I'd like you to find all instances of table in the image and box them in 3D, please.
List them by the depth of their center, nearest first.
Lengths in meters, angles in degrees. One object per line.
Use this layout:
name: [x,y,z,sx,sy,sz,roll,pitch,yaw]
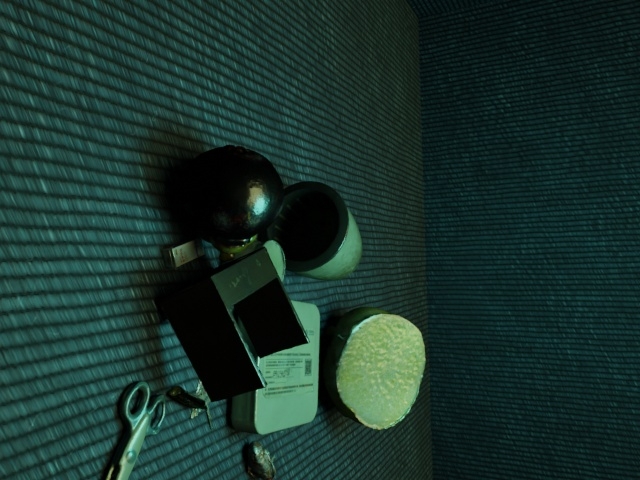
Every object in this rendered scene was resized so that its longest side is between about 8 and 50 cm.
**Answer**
table: [-0.207,0.205,1.327,0.282,0.196,0.250,64,28,-5]

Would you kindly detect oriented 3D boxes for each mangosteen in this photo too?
mangosteen: [-0.226,-0.088,1.353,0.275,0.274,0.303,-27,132,-62]

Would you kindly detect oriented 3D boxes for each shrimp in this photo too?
shrimp: [-0.174,0.674,1.590,0.073,0.074,0.190,-87,156,-59]

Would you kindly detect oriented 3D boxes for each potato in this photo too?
potato: [0.167,0.478,2.081,0.384,0.319,0.443,10,86,-23]

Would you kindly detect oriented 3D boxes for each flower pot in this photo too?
flower pot: [0.000,0.000,1.766,0.330,0.293,0.294,41,52,-62]

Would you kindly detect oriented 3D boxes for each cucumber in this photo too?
cucumber: [-0.330,0.399,1.327,0.034,0.033,0.135,-42,135,-8]

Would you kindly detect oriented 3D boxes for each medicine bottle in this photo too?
medicine bottle: [-0.189,0.072,1.521,0.147,0.142,0.148,-1,90,-64]

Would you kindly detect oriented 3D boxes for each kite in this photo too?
kite: [-0.302,0.434,1.412,0.139,0.011,0.157,-31,115,-59]

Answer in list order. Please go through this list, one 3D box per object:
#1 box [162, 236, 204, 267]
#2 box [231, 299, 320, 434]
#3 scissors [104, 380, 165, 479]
box: [-0.342,0.028,1.331,0.117,0.036,0.051,-35,118,-60]
box: [-0.127,0.379,1.663,0.396,0.111,0.397,24,66,-62]
scissors: [-0.415,0.453,1.140,0.138,0.041,0.289,58,35,-43]
